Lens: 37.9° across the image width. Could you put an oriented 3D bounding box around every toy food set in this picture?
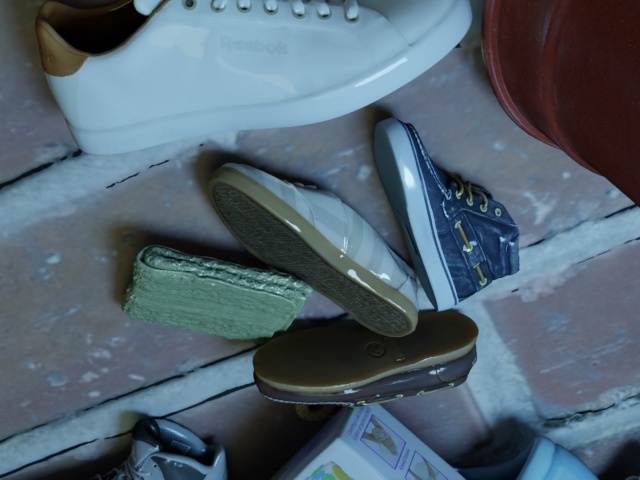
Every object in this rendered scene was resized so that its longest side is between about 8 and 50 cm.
[{"bbox_3d":[0.020,0.143,0.888,0.083,0.020,0.082,12,125,-15],"label":"toy food set"}]

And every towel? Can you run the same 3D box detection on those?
[{"bbox_3d":[-0.088,0.048,0.780,0.148,0.027,0.110,11,148,-15],"label":"towel"}]

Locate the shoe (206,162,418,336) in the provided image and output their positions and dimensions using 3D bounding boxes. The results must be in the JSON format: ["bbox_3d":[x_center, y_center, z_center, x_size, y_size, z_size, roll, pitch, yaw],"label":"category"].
[{"bbox_3d":[0.000,0.000,0.761,0.219,0.058,0.076,38,147,-25],"label":"shoe"}]

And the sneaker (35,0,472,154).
[{"bbox_3d":[-0.048,-0.143,0.608,0.290,0.106,0.123,-14,130,6],"label":"sneaker"}]

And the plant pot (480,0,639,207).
[{"bbox_3d":[0.272,-0.096,0.553,0.272,0.265,0.272,-10,130,-12],"label":"plant pot"}]

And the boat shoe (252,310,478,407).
[{"bbox_3d":[0.042,0.117,0.828,0.207,0.073,0.073,-5,132,-12],"label":"boat shoe"}]

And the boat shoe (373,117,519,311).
[{"bbox_3d":[0.103,-0.031,0.745,0.083,0.065,0.183,-25,125,-5],"label":"boat shoe"}]

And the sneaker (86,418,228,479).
[{"bbox_3d":[-0.198,0.227,0.898,0.228,0.086,0.132,-6,123,-15],"label":"sneaker"}]

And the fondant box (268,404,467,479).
[{"bbox_3d":[0.081,0.337,0.886,0.330,0.096,0.238,41,118,-1],"label":"fondant box"}]

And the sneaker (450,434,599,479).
[{"bbox_3d":[0.132,0.310,0.986,0.366,0.135,0.150,-37,93,25],"label":"sneaker"}]

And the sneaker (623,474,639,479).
[{"bbox_3d":[0.334,0.315,1.022,0.090,0.095,0.235,-14,152,-28],"label":"sneaker"}]
